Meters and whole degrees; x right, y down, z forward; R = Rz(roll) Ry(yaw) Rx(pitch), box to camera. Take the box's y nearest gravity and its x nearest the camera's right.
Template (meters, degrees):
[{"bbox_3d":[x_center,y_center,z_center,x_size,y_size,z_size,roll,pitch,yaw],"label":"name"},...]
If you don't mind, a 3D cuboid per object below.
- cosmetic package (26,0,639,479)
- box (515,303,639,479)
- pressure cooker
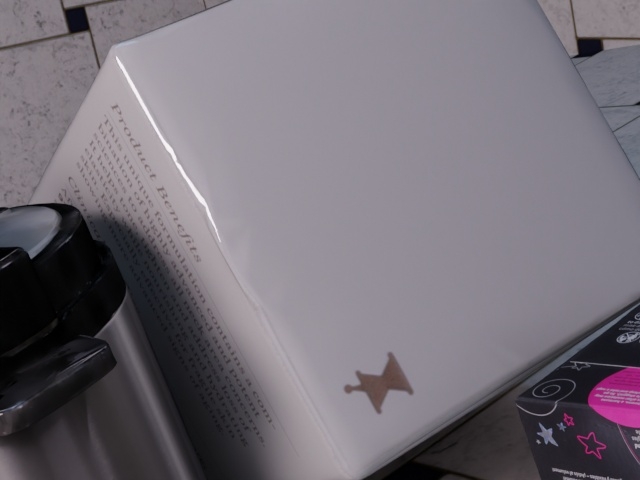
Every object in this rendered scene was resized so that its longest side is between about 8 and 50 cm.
[{"bbox_3d":[0.000,0.000,1.098,0.327,0.329,0.393,-27,-4,-26],"label":"cosmetic package"},{"bbox_3d":[0.278,0.133,0.847,0.163,0.142,0.247,-29,19,-36],"label":"box"},{"bbox_3d":[-0.280,0.155,0.943,0.370,0.420,0.375,-19,16,3],"label":"pressure cooker"}]
